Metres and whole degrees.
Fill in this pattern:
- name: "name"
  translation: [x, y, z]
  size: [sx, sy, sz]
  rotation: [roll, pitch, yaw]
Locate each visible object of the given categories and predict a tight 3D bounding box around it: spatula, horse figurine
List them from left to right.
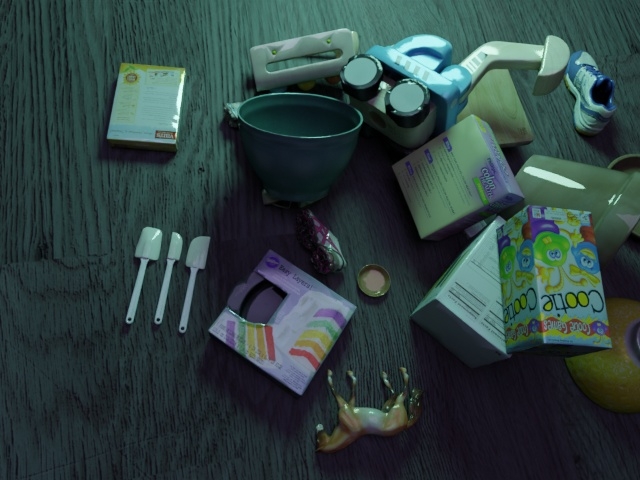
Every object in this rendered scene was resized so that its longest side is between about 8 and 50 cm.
- name: "spatula"
  translation: [-0.366, 0.090, 1.201]
  size: [0.168, 0.019, 0.242]
  rotation: [11, 69, -10]
- name: "horse figurine"
  translation: [0.115, 0.376, 1.132]
  size: [0.263, 0.066, 0.175]
  rotation: [0, 63, -6]

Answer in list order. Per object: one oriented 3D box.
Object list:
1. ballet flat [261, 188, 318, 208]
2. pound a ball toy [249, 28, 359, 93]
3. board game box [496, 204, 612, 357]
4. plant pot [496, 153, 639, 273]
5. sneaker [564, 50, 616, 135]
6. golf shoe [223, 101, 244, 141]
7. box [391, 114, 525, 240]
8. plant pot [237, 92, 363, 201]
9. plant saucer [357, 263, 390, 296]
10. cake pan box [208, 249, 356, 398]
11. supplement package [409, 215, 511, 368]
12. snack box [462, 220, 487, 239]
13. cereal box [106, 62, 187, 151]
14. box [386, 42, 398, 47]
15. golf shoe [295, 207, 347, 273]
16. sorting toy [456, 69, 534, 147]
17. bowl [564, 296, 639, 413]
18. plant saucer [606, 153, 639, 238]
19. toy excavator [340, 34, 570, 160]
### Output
- name: "ballet flat"
  translation: [-0.067, -0.108, 1.307]
  size: [0.168, 0.057, 0.053]
  rotation: [3, 97, -3]
- name: "pound a ball toy"
  translation: [-0.028, -0.492, 1.415]
  size: [0.318, 0.208, 0.136]
  rotation: [-12, 108, -3]
- name: "board game box"
  translation: [0.465, 0.087, 1.034]
  size: [0.144, 0.142, 0.276]
  rotation: [5, 70, -7]
- name: "plant pot"
  translation: [0.611, -0.068, 1.269]
  size: [0.280, 0.323, 0.323]
  rotation: [33, 67, 22]
- name: "sneaker"
  translation: [0.823, -0.465, 1.522]
  size: [0.111, 0.131, 0.297]
  rotation: [2, 68, -5]
- name: "golf shoe"
  translation: [-0.184, -0.303, 1.351]
  size: [0.086, 0.069, 0.176]
  rotation: [-27, 76, -23]
- name: "box"
  translation: [0.336, -0.146, 1.263]
  size: [0.117, 0.242, 0.214]
  rotation: [5, 61, -51]
- name: "plant pot"
  translation: [-0.054, -0.217, 1.235]
  size: [0.292, 0.197, 0.293]
  rotation: [4, 34, -3]
- name: "plant saucer"
  translation: [0.132, 0.101, 1.266]
  size: [0.083, 0.015, 0.084]
  rotation: [3, 70, -7]
- name: "cake pan box"
  translation: [-0.089, 0.185, 1.176]
  size: [0.266, 0.070, 0.246]
  rotation: [35, 66, 6]
- name: "supplement package"
  translation: [0.384, 0.126, 1.193]
  size: [0.198, 0.199, 0.263]
  rotation: [39, 69, 7]
- name: "snack box"
  translation: [0.374, -0.092, 1.371]
  size: [0.064, 0.022, 0.178]
  rotation: [-27, 75, -16]
- name: "cereal box"
  translation: [-0.452, -0.351, 1.339]
  size: [0.172, 0.047, 0.240]
  rotation: [4, 69, -6]
- name: "box"
  translation: [0.207, -0.529, 1.512]
  size: [0.136, 0.027, 0.094]
  rotation: [-24, 73, -16]
- name: "golf shoe"
  translation: [0.000, 0.000, 1.268]
  size: [0.085, 0.067, 0.186]
  rotation: [-6, 61, -44]
- name: "sorting toy"
  translation: [0.432, -0.359, 1.446]
  size: [0.255, 0.089, 0.257]
  rotation: [-8, 71, -11]
- name: "bowl"
  translation: [0.759, 0.263, 1.219]
  size: [0.289, 0.156, 0.290]
  rotation: [3, 69, -7]
- name: "plant saucer"
  translation: [0.926, -0.118, 1.451]
  size: [0.277, 0.041, 0.278]
  rotation: [3, 70, -7]
- name: "toy excavator"
  translation: [0.332, -0.414, 1.294]
  size: [0.432, 0.222, 0.445]
  rotation: [38, 80, 22]
